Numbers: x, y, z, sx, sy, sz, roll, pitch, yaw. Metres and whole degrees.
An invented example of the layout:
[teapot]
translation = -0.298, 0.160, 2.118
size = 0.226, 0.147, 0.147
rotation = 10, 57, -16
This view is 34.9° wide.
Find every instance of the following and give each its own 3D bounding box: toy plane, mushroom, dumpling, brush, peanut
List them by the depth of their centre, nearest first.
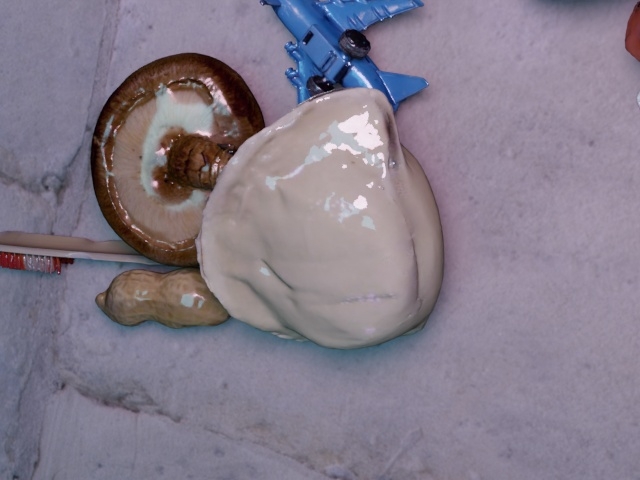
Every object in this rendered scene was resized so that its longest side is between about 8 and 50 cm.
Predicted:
[dumpling]
translation = 0.000, 0.000, 1.296
size = 0.315, 0.233, 0.395
rotation = -11, 128, -7
[toy plane]
translation = 0.014, -0.259, 1.357
size = 0.271, 0.105, 0.254
rotation = 44, 123, 4
[mushroom]
translation = -0.184, -0.111, 1.416
size = 0.278, 0.163, 0.297
rotation = 12, 102, 25
[peanut]
translation = -0.232, 0.087, 1.493
size = 0.228, 0.104, 0.085
rotation = 0, 55, 20
[brush]
translation = -0.365, 0.026, 1.550
size = 0.321, 0.060, 0.050
rotation = 4, 112, 18

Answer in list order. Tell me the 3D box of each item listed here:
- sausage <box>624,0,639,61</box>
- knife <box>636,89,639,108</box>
[sausage]
translation = 0.485, -0.283, 1.165
size = 0.280, 0.152, 0.152
rotation = -34, 87, 18
[knife]
translation = 0.532, -0.085, 1.248
size = 0.336, 0.043, 0.081
rotation = 31, 109, 18
